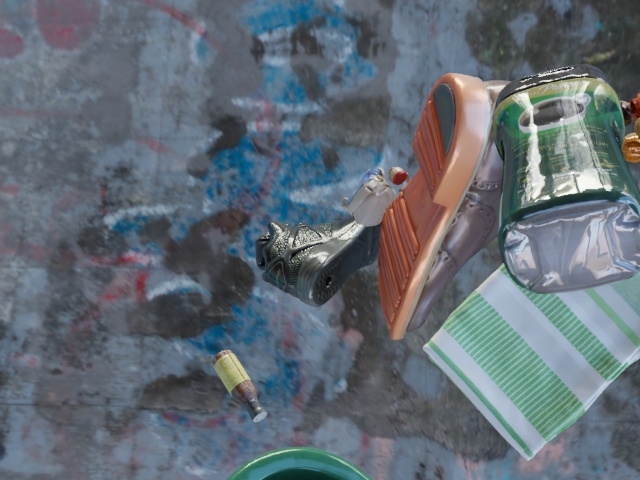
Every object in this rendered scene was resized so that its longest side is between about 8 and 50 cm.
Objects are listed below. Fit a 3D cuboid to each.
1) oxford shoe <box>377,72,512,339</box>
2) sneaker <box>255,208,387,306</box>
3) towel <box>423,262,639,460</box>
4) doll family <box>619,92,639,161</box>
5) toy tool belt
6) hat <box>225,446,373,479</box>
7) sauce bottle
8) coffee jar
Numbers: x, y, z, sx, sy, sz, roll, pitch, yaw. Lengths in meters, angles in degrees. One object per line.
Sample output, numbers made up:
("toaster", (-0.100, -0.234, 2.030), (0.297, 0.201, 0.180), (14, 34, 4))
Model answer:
("oxford shoe", (0.150, -0.014, 1.052), (0.132, 0.364, 0.130), (2, 50, -15))
("sneaker", (0.000, 0.000, 1.280), (0.130, 0.087, 0.227), (20, 36, 27))
("towel", (0.346, 0.135, 1.475), (0.325, 0.038, 0.248), (-44, 80, 0))
("doll family", (0.455, -0.163, 1.230), (0.163, 0.263, 0.118), (-24, 80, -7))
("toy tool belt", (0.060, -0.061, 1.148), (0.083, 0.052, 0.051), (-54, 54, 16))
("hat", (-0.042, 0.287, 0.884), (0.208, 0.183, 0.173), (45, 59, 8))
("sauce bottle", (-0.129, 0.234, 1.574), (0.042, 0.042, 0.128), (-34, 59, -2))
("coffee jar", (0.171, -0.050, 0.691), (0.096, 0.079, 0.184), (-11, 37, 17))
